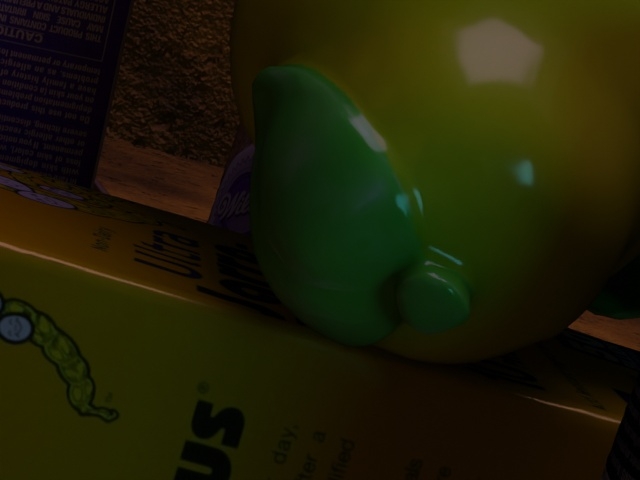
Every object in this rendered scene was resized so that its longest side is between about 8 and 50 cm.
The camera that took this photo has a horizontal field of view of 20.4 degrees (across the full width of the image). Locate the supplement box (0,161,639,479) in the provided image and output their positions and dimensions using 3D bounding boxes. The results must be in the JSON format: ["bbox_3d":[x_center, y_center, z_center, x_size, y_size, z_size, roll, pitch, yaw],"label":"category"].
[{"bbox_3d":[-0.036,0.105,0.695,0.356,0.195,0.194,16,7,-8],"label":"supplement box"}]

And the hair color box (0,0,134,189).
[{"bbox_3d":[-0.168,-0.040,0.873,0.110,0.339,0.185,13,9,-14],"label":"hair color box"}]

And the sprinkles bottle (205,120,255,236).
[{"bbox_3d":[0.000,0.000,0.885,0.121,0.355,0.121,17,-2,1],"label":"sprinkles bottle"}]

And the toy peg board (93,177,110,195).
[{"bbox_3d":[-0.208,-0.016,1.033,0.161,0.160,0.079,55,5,-27],"label":"toy peg board"}]

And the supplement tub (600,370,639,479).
[{"bbox_3d":[0.169,0.121,0.496,0.207,0.338,0.207,17,8,-2],"label":"supplement tub"}]

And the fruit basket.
[{"bbox_3d":[0.067,-0.089,0.684,0.392,0.392,0.283,14,-12,-27],"label":"fruit basket"}]
